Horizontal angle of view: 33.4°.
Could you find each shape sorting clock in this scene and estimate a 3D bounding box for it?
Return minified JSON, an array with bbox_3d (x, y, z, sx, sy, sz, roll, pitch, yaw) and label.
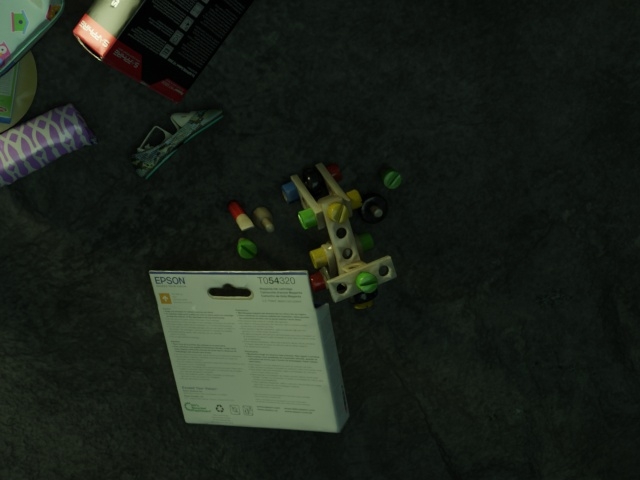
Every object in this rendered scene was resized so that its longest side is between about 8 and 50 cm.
[{"bbox_3d":[-0.578,-0.274,1.773,0.206,0.040,0.206,-2,96,-17],"label":"shape sorting clock"}]

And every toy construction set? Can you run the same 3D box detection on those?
[{"bbox_3d":[0.000,0.000,1.917,0.308,0.237,0.258,5,106,-17],"label":"toy construction set"}]

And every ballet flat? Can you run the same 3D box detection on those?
[{"bbox_3d":[-0.259,-0.187,1.882,0.188,0.070,0.070,-40,113,-4],"label":"ballet flat"}]

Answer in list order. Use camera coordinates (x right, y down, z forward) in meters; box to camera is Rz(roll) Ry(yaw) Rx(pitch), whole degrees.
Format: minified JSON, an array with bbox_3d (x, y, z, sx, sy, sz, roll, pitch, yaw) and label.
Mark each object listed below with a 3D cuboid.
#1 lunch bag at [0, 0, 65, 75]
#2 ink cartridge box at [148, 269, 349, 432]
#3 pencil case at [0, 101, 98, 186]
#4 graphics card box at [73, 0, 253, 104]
[{"bbox_3d":[-0.565,-0.399,1.683,0.279,0.108,0.224,44,90,-15],"label":"lunch bag"},{"bbox_3d":[-0.128,0.191,1.949,0.324,0.071,0.330,0,113,23],"label":"ink cartridge box"},{"bbox_3d":[-0.488,-0.160,1.818,0.206,0.088,0.086,-25,73,-6],"label":"pencil case"},{"bbox_3d":[-0.209,-0.423,1.733,0.371,0.094,0.232,-52,153,7],"label":"graphics card box"}]
